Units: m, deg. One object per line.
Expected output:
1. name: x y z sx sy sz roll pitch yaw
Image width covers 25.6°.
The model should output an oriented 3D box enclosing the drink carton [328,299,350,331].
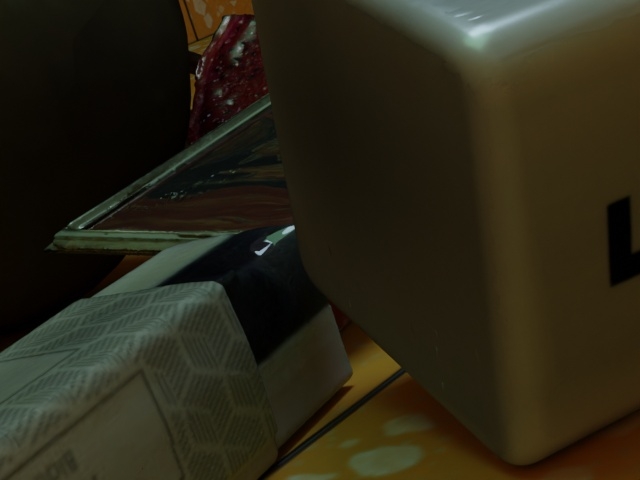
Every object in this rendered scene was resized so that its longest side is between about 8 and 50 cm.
1. drink carton: 0.000 0.000 0.887 0.096 0.071 0.223 -8 16 32

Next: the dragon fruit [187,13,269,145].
1. dragon fruit: 0.014 -0.091 1.103 0.189 0.163 0.261 7 4 -43

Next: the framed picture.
1. framed picture: -0.013 -0.056 0.889 0.216 0.016 0.273 1 26 36

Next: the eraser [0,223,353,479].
1. eraser: -0.123 0.107 0.571 0.098 0.096 0.404 -11 16 32

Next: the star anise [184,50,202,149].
1. star anise: -0.097 -0.146 1.441 0.346 0.148 0.237 -10 6 -22

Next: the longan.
1. longan: -0.280 -0.096 1.062 0.404 0.336 0.404 -37 26 22

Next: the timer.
1. timer: 0.103 -0.055 0.608 0.195 0.194 0.192 -23 35 -20
